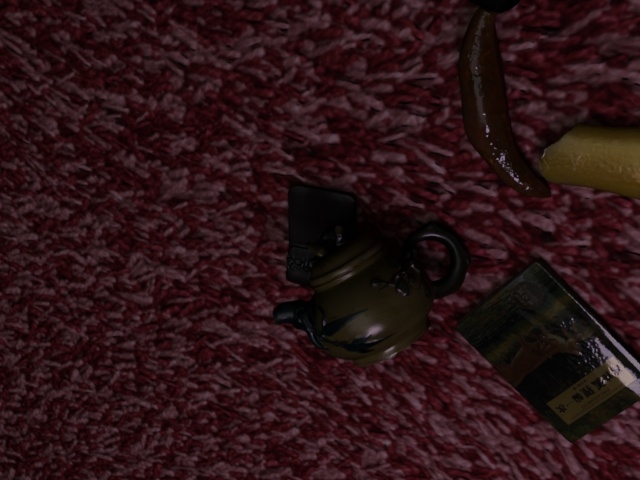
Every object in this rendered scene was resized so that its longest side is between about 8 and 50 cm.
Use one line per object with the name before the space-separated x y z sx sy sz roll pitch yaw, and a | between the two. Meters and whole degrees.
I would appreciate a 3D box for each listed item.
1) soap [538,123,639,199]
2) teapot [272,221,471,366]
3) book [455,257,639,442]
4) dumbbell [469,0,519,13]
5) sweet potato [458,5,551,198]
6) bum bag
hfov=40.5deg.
soap | 0.346 -0.096 1.024 0.169 0.033 0.089 14 116 20
teapot | 0.064 0.055 1.157 0.270 0.173 0.182 -31 95 1
book | 0.314 0.150 1.160 0.228 0.024 0.160 46 122 1
dumbbell | 0.135 -0.354 0.937 0.218 0.152 0.152 26 122 13
sweet potato | 0.210 -0.155 1.052 0.078 0.058 0.255 -18 109 10
bum bag | 0.000 0.000 1.244 0.109 0.026 0.159 10 117 23
